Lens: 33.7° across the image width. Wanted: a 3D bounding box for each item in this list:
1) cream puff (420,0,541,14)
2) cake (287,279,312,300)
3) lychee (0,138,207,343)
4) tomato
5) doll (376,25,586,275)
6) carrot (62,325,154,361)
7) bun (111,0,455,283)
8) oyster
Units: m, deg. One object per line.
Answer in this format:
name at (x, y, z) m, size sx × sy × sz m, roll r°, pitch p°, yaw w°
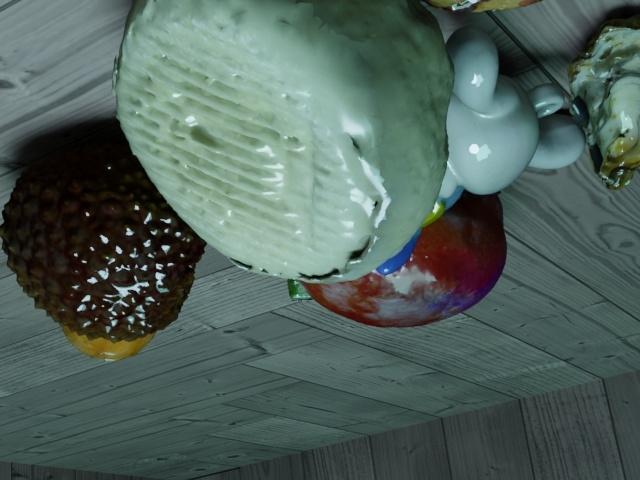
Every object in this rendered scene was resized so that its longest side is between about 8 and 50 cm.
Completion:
cream puff at (0.148, -0.286, 0.840) m, size 0.240 × 0.163 × 0.240 m, roll -15°, pitch 167°, yaw -4°
cake at (-0.001, -0.020, 1.625) m, size 0.100 × 0.099 × 0.235 m, roll -4°, pitch 137°, yaw -8°
lychee at (-0.267, -0.005, 1.302) m, size 0.268 × 0.267 × 0.267 m, roll -6°, pitch 158°, yaw -3°
tomato at (0.126, 0.042, 1.531) m, size 0.335 × 0.176 × 0.289 m, roll 14°, pitch 133°, yaw -36°
doll at (0.124, -0.106, 1.291) m, size 0.366 × 0.187 × 0.376 m, roll -28°, pitch 140°, yaw 20°
carrot at (-0.288, 0.074, 1.605) m, size 0.159 × 0.159 × 0.225 m, roll 5°, pitch 152°, yaw -29°
bun at (-0.023, -0.136, 1.022) m, size 0.360 × 0.211 × 0.359 m, roll 21°, pitch 139°, yaw 20°
oyster at (0.363, -0.162, 1.308) m, size 0.129 × 0.078 × 0.345 m, roll -30°, pitch 149°, yaw -1°
